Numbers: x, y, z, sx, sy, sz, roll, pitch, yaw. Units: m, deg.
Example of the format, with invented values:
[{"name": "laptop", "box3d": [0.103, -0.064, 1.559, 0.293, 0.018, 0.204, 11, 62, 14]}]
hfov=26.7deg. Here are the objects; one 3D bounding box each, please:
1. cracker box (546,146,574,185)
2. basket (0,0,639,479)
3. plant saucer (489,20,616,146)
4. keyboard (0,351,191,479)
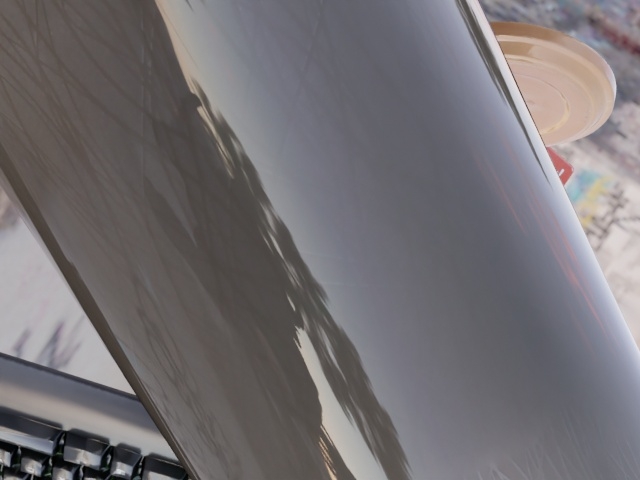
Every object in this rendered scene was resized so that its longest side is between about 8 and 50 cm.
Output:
[{"name": "cracker box", "box3d": [0.011, 0.006, 0.741, 0.232, 0.156, 0.067, -56, -162, -7]}, {"name": "basket", "box3d": [0.000, 0.000, 0.397, 0.154, 0.227, 0.204, -29, -176, -7]}, {"name": "plant saucer", "box3d": [0.080, -0.061, 0.560, 0.083, 0.083, 0.013, 124, -19, -63]}, {"name": "keyboard", "box3d": [-0.195, 0.108, 0.571, 0.033, 0.317, 0.201, -70, 176, -52]}]
